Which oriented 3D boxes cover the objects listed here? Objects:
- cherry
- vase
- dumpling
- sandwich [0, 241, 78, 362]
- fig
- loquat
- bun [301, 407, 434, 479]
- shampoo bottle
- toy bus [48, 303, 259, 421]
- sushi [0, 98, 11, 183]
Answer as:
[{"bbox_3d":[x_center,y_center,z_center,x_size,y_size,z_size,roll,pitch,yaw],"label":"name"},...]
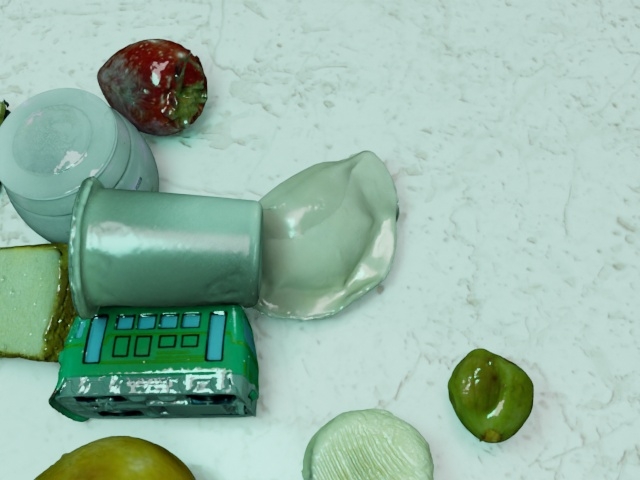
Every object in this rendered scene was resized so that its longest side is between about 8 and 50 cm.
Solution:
[{"bbox_3d":[-0.346,-0.316,1.615,0.249,0.192,0.175,13,34,17],"label":"cherry"},{"bbox_3d":[-0.242,0.018,1.314,0.291,0.245,0.245,3,68,-4],"label":"vase"},{"bbox_3d":[0.003,-0.002,1.471,0.341,0.181,0.260,-30,87,-35],"label":"dumpling"},{"bbox_3d":[-0.549,0.119,1.464,0.251,0.087,0.226,-4,70,27],"label":"sandwich"},{"bbox_3d":[0.287,0.264,1.337,0.144,0.154,0.166,-10,24,12],"label":"fig"},{"bbox_3d":[-0.323,0.466,1.224,0.328,0.328,0.328,-2,68,4],"label":"loquat"},{"bbox_3d":[0.076,0.386,1.316,0.220,0.134,0.220,-1,64,1],"label":"bun"},{"bbox_3d":[-0.453,-0.127,1.500,0.273,0.266,0.273,-2,68,6],"label":"shampoo bottle"},{"bbox_3d":[-0.279,0.208,1.392,0.343,0.183,0.199,-2,64,3],"label":"toy bus"},{"bbox_3d":[-0.722,-0.157,1.612,0.139,0.131,0.291,4,76,5],"label":"sushi"}]
